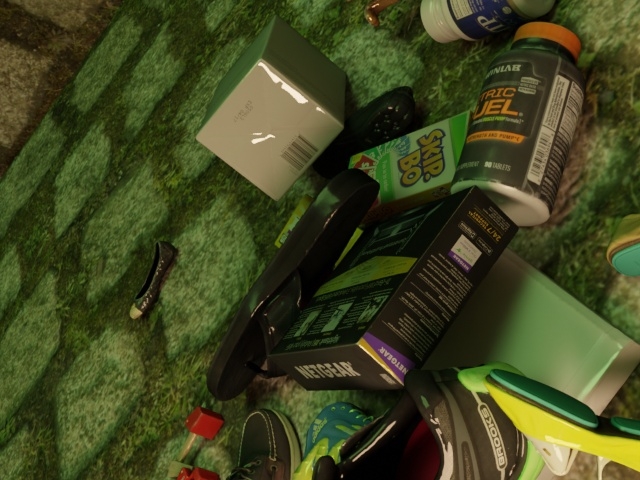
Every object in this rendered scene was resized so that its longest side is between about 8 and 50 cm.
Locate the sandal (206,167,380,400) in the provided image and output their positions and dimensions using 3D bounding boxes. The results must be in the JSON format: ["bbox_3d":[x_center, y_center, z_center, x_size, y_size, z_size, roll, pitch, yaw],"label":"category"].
[{"bbox_3d":[-0.036,0.098,1.366,0.107,0.167,0.446,41,118,17],"label":"sandal"}]

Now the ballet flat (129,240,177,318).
[{"bbox_3d":[-0.354,0.080,1.917,0.057,0.049,0.173,17,80,58],"label":"ballet flat"}]

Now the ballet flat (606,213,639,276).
[{"bbox_3d":[0.398,-0.025,0.947,0.232,0.080,0.073,-18,37,45],"label":"ballet flat"}]

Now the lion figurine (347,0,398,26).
[{"bbox_3d":[0.148,-0.507,1.597,0.240,0.142,0.392,-38,35,20],"label":"lion figurine"}]

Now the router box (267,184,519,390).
[{"bbox_3d":[0.080,0.070,1.164,0.243,0.081,0.309,-51,11,-20],"label":"router box"}]

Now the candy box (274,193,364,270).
[{"bbox_3d":[0.000,0.000,1.514,0.105,0.027,0.206,-56,33,1],"label":"candy box"}]

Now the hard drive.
[{"bbox_3d":[0.217,0.129,1.108,0.203,0.040,0.307,-56,34,8],"label":"hard drive"}]

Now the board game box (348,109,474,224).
[{"bbox_3d":[0.138,-0.106,1.383,0.259,0.039,0.124,-16,50,39],"label":"board game box"}]

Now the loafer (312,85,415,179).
[{"bbox_3d":[0.072,-0.173,1.512,0.223,0.076,0.078,-36,21,40],"label":"loafer"}]

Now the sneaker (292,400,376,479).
[{"bbox_3d":[0.047,0.252,1.201,0.240,0.091,0.126,-31,43,40],"label":"sneaker"}]

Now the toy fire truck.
[{"bbox_3d":[-0.217,0.381,1.504,0.192,0.047,0.135,-54,33,12],"label":"toy fire truck"}]

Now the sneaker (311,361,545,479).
[{"bbox_3d":[0.050,0.318,1.018,0.483,0.202,0.185,-63,32,17],"label":"sneaker"}]

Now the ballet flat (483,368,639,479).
[{"bbox_3d":[0.257,0.192,0.874,0.077,0.230,0.077,-32,-41,-79],"label":"ballet flat"}]

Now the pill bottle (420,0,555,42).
[{"bbox_3d":[0.243,-0.359,1.374,0.186,0.112,0.112,-11,57,51],"label":"pill bottle"}]

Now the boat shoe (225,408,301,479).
[{"bbox_3d":[-0.090,0.356,1.306,0.103,0.092,0.285,-36,40,34],"label":"boat shoe"}]

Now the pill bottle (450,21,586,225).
[{"bbox_3d":[0.259,-0.152,1.180,0.130,0.130,0.246,-2,64,53],"label":"pill bottle"}]

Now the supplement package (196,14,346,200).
[{"bbox_3d":[-0.074,-0.235,1.586,0.177,0.175,0.293,-46,17,22],"label":"supplement package"}]
